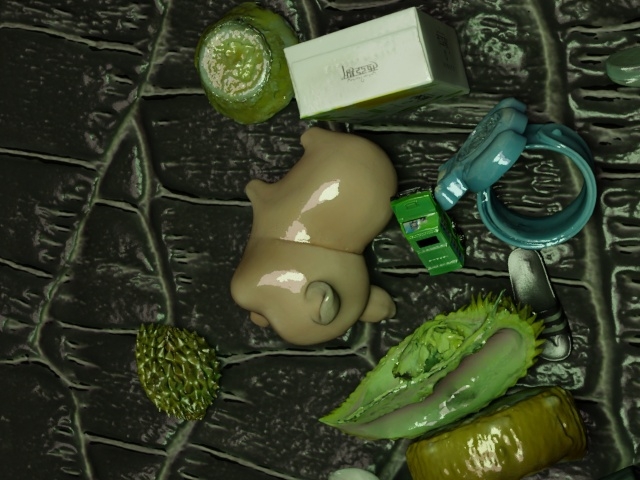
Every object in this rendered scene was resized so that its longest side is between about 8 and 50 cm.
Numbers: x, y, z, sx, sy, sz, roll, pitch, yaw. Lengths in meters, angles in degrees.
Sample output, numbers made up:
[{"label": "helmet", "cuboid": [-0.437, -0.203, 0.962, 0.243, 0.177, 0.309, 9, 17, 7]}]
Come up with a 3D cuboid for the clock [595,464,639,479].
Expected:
[{"label": "clock", "cuboid": [0.472, 0.468, 1.365, 0.076, 0.386, 0.386, -34, 82, 13]}]

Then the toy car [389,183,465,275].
[{"label": "toy car", "cuboid": [0.159, -0.014, 1.567, 0.071, 0.165, 0.062, -17, 48, 19]}]

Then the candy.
[{"label": "candy", "cuboid": [0.247, 0.290, 1.501, 0.260, 0.260, 0.118, -26, 77, 19]}]

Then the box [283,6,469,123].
[{"label": "box", "cuboid": [0.087, -0.242, 1.521, 0.194, 0.260, 0.111, -14, 88, 20]}]

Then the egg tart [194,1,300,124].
[{"label": "egg tart", "cuboid": [-0.119, -0.281, 1.690, 0.197, 0.078, 0.197, 2, 95, 18]}]

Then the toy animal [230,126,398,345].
[{"label": "toy animal", "cuboid": [0.000, 0.000, 1.606, 0.326, 0.237, 0.269, -47, 66, 14]}]

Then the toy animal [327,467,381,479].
[{"label": "toy animal", "cuboid": [0.157, 0.472, 1.548, 0.367, 0.241, 0.196, 26, 99, 16]}]

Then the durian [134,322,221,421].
[{"label": "durian", "cuboid": [-0.226, 0.203, 1.734, 0.108, 0.119, 0.187, -29, 82, 23]}]

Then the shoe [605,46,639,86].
[{"label": "shoe", "cuboid": [0.498, -0.232, 1.485, 0.195, 0.079, 0.078, -2, 128, 12]}]

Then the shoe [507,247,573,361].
[{"label": "shoe", "cuboid": [0.317, 0.096, 1.570, 0.071, 0.049, 0.179, -17, 87, 21]}]

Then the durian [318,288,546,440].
[{"label": "durian", "cuboid": [0.181, 0.196, 1.561, 0.355, 0.169, 0.157, -39, 82, 24]}]

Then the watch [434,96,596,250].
[{"label": "watch", "cuboid": [0.289, -0.082, 1.519, 0.193, 0.211, 0.211, 39, 106, -8]}]
